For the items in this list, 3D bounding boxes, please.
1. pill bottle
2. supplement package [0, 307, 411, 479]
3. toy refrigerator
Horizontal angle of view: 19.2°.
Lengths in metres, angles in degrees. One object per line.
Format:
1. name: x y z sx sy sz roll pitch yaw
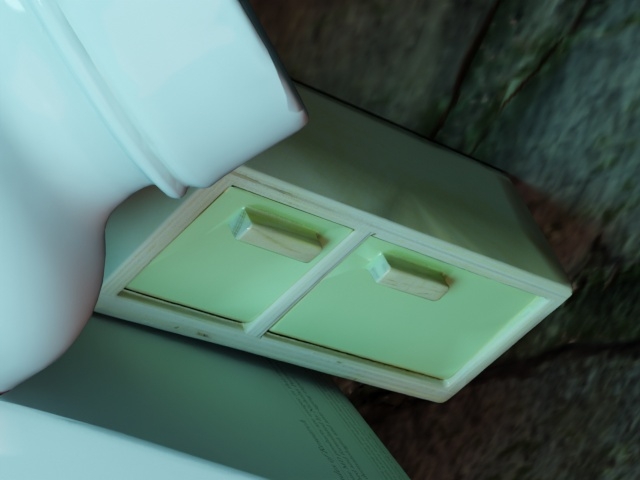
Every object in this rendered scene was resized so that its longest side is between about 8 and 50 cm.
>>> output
1. pill bottle: -0.221 -0.015 0.616 0.407 0.229 0.229 -29 147 2
2. supplement package: -0.119 0.118 0.865 0.293 0.175 0.177 25 108 -43
3. toy refrigerator: 0.000 0.000 0.912 0.102 0.094 0.269 -42 143 23
